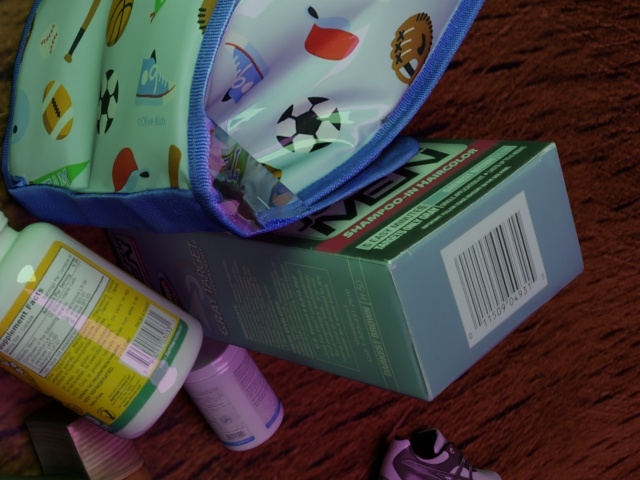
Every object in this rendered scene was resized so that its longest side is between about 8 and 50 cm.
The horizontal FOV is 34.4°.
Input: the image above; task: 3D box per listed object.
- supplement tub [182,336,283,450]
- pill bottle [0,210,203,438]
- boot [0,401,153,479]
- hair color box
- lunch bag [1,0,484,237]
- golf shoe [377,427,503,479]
[{"bbox_3d":[-0.088,0.142,0.987,0.071,0.071,0.107,-44,120,-28],"label":"supplement tub"},{"bbox_3d":[-0.208,0.059,0.820,0.208,0.117,0.118,35,71,-16],"label":"pill bottle"},{"bbox_3d":[-0.247,0.278,0.849,0.283,0.109,0.220,-32,112,-46],"label":"boot"},{"bbox_3d":[0.000,0.000,0.846,0.185,0.374,0.114,-33,115,-33],"label":"hair color box"},{"bbox_3d":[-0.065,-0.170,0.809,0.239,0.328,0.385,43,66,-33],"label":"lunch bag"},{"bbox_3d":[0.150,0.266,1.199,0.198,0.077,0.094,9,89,-42],"label":"golf shoe"}]
